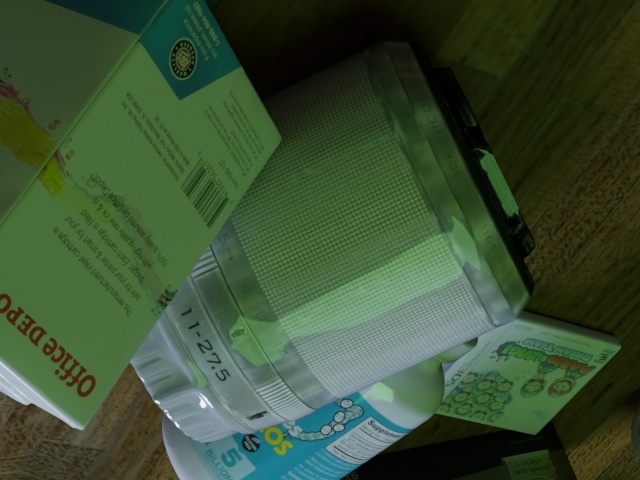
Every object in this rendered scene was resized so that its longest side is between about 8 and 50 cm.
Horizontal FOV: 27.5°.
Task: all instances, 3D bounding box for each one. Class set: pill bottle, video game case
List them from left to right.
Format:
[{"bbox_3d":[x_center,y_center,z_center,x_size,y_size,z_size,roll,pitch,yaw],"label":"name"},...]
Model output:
[{"bbox_3d":[0.003,0.124,1.116,0.264,0.146,0.146,-38,133,18],"label":"pill bottle"},{"bbox_3d":[0.191,0.129,1.271,0.157,0.019,0.143,16,127,-30],"label":"video game case"}]

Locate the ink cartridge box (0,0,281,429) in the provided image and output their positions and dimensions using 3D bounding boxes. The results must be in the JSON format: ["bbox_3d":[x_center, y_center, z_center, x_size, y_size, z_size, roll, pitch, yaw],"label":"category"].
[{"bbox_3d":[-0.173,-0.043,0.788,0.232,0.168,0.171,-57,150,-18],"label":"ink cartridge box"}]

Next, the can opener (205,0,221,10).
[{"bbox_3d":[-0.023,-0.194,0.864,0.283,0.076,0.095,-1,166,-17],"label":"can opener"}]

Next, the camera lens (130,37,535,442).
[{"bbox_3d":[0.000,0.000,0.939,0.274,0.219,0.219,-26,136,8],"label":"camera lens"}]

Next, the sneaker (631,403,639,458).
[{"bbox_3d":[0.499,0.143,1.319,0.366,0.135,0.150,-27,144,22],"label":"sneaker"}]

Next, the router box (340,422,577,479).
[{"bbox_3d":[0.121,0.321,1.279,0.309,0.243,0.081,-10,136,-9],"label":"router box"}]
